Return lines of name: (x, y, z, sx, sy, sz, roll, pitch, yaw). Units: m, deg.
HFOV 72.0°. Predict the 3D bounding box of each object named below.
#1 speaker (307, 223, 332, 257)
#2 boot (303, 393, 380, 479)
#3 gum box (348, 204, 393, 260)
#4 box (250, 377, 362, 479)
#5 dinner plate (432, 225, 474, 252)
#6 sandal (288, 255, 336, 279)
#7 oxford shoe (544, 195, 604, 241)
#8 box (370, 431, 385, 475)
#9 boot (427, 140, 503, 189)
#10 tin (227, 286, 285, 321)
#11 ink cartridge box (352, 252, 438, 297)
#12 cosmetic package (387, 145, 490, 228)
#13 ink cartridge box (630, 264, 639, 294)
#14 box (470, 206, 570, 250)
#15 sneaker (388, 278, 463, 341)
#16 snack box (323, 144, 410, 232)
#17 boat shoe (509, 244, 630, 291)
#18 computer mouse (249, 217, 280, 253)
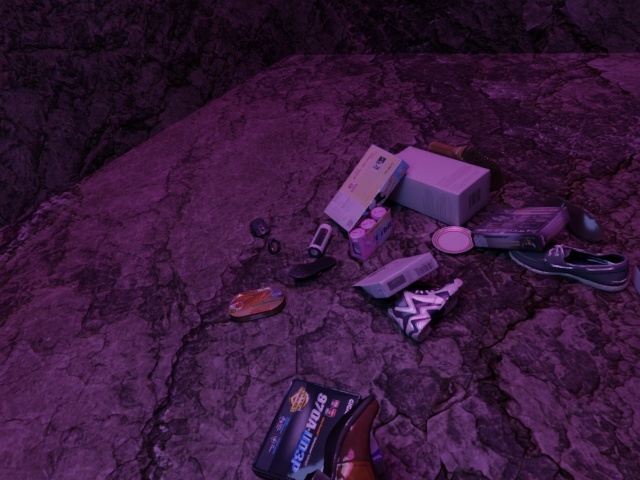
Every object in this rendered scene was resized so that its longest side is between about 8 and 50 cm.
speaker: (0.000, 0.000, 1.599, 0.055, 0.055, 0.136, 4, 40, 22)
boot: (0.127, 0.472, 0.832, 0.280, 0.096, 0.264, 37, 48, 4)
gum box: (0.173, -0.025, 1.532, 0.062, 0.107, 0.188, 20, 49, 36)
box: (-0.023, 0.423, 0.957, 0.175, 0.051, 0.220, 6, 43, 26)
dinner plate: (0.450, 0.001, 1.487, 0.141, 0.017, 0.141, -9, 38, 7)
sandal: (-0.023, 0.103, 1.498, 0.179, 0.040, 0.067, -17, 41, -28)
oxford shoe: (0.830, -0.073, 1.423, 0.075, 0.076, 0.212, 10, 34, -39)
box: (0.059, 0.463, 0.981, 0.126, 0.072, 0.137, -20, 37, -9)
boot: (0.574, -0.309, 1.751, 0.089, 0.236, 0.269, -49, 18, 3)
tin: (-0.204, 0.206, 1.419, 0.189, 0.040, 0.106, -12, 34, 2)
ink cartridge box: (0.220, 0.111, 1.341, 0.188, 0.066, 0.232, -28, -3, -19)
cosmetic package: (0.420, -0.212, 1.651, 0.196, 0.155, 0.365, -35, 41, -24)
ink cartridge box: (0.919, 0.183, 1.072, 0.165, 0.065, 0.333, -5, 39, 10)
box: (0.622, -0.041, 1.382, 0.183, 0.056, 0.231, -33, 20, -30)
sneaker: (0.290, 0.165, 1.265, 0.153, 0.094, 0.235, 33, 67, 34)
snack box: (0.166, -0.188, 1.643, 0.322, 0.060, 0.187, -54, 42, 6)
boat shoe: (0.713, 0.045, 1.278, 0.319, 0.099, 0.116, 21, 53, 39)
computer mouse: (-0.217, -0.024, 1.710, 0.071, 0.041, 0.242, -26, 40, -17)
